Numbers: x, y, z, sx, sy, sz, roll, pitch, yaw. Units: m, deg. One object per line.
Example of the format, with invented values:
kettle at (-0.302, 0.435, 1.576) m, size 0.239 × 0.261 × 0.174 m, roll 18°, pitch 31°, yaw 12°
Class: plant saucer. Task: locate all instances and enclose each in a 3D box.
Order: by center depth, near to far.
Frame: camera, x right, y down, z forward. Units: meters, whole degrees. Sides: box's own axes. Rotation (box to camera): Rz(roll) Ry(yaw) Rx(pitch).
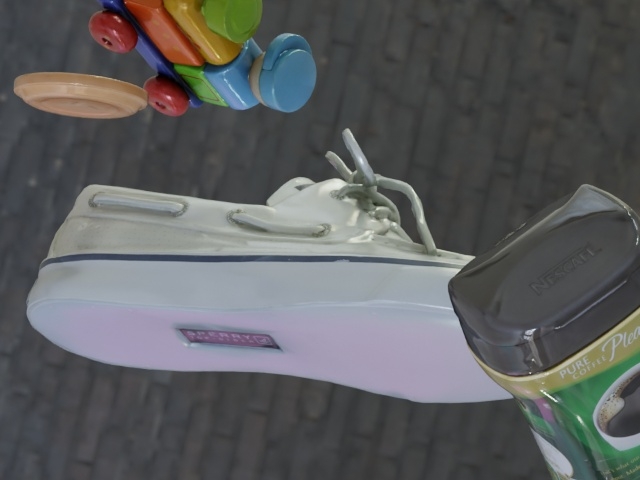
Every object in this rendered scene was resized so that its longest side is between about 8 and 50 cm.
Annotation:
plant saucer at (-0.149, -0.089, 1.032) m, size 0.083 × 0.083 × 0.013 m, roll 101°, pitch -6°, yaw -83°

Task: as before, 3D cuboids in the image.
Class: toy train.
toy train at (-0.110, -0.193, 1.316) m, size 0.105 × 0.143 × 0.248 m, roll -59°, pitch 140°, yaw -19°

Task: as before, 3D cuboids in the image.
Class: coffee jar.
coffee jar at (0.133, 0.068, 0.758) m, size 0.184 × 0.096 × 0.079 m, roll 60°, pitch -9°, yaw -29°

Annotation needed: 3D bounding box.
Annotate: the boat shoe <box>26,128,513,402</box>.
boat shoe at (0.001, 0.004, 1.051) m, size 0.136 × 0.367 × 0.156 m, roll 58°, pitch 40°, yaw -53°
